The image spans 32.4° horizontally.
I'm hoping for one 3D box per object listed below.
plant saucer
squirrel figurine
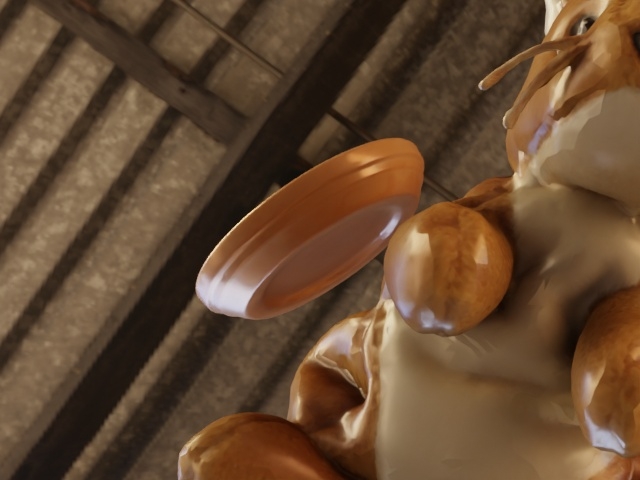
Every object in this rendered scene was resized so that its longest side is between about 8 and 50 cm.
[{"bbox_3d":[0.000,0.000,0.829,0.200,0.200,0.037,-38,-107,10],"label":"plant saucer"},{"bbox_3d":[0.162,0.020,0.694,0.281,0.397,0.370,22,-83,24],"label":"squirrel figurine"}]
